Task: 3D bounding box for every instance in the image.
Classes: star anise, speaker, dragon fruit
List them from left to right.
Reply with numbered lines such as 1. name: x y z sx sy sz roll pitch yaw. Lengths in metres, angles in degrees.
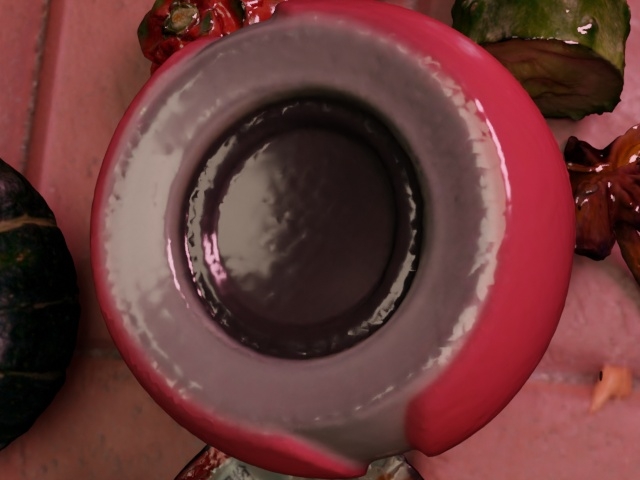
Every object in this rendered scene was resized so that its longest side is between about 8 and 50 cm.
1. dragon fruit: -0.078 -0.164 0.670 0.130 0.121 0.142 24 59 6
2. speaker: 0.000 0.000 0.547 0.294 0.294 0.295 -2 79 9
3. star anise: 0.210 -0.004 0.630 0.158 0.144 0.140 -19 32 -2

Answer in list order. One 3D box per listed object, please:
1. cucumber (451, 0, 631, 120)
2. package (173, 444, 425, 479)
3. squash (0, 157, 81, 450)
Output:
1. cucumber: 0.170 -0.217 0.638 0.134 0.134 0.245 10 78 11
2. package: 0.011 0.212 0.622 0.166 0.040 0.232 -43 75 -1
3. squash: -0.303 0.048 0.636 0.252 0.165 0.252 -1 81 9
